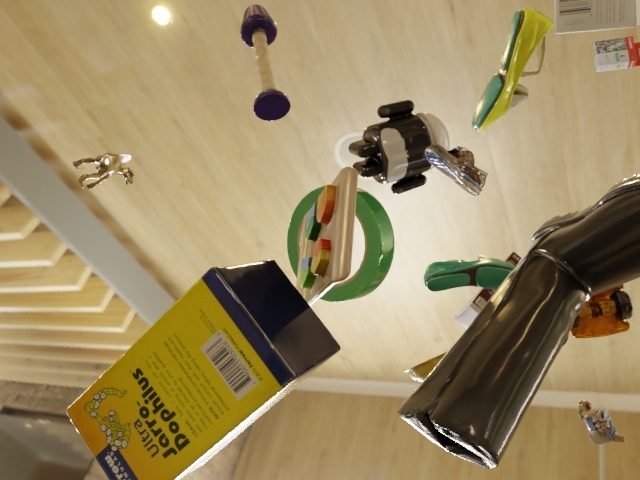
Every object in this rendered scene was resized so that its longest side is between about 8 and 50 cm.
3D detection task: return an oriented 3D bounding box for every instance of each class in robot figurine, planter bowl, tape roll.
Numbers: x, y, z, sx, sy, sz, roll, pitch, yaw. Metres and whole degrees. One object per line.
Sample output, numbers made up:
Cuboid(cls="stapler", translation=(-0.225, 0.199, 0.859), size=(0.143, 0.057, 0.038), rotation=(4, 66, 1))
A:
Cuboid(cls="robot figurine", translation=(0.222, -0.257, 1.624), size=(0.278, 0.174, 0.209), rotation=(-18, -31, -12))
Cuboid(cls="planter bowl", translation=(0.333, 0.336, 1.506), size=(0.217, 0.091, 0.217), rotation=(-22, -16, -7))
Cuboid(cls="tape roll", translation=(0.050, 0.008, 1.608), size=(0.321, 0.322, 0.077), rotation=(-15, -8, 37))

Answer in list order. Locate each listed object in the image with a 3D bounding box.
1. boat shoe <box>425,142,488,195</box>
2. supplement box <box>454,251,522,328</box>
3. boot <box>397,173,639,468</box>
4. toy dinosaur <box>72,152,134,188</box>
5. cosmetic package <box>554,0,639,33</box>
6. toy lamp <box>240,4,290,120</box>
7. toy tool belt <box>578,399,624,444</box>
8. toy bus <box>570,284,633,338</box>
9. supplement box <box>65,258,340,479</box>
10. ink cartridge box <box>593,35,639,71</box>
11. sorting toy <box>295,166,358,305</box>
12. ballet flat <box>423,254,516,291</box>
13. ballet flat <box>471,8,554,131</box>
Cuboid(cls="boat shoe", translation=(0.297, -0.168, 1.261), size=(0.183, 0.066, 0.066), rotation=(32, 1, -37))
Cuboid(cls="supplement box", translation=(0.517, 0.154, 1.744), size=(0.073, 0.239, 0.130), rotation=(42, -24, 10))
Cuboid(cls="boot", translation=(0.336, 0.124, 0.852), size=(0.146, 0.445, 0.367), rotation=(45, -20, 3))
Cuboid(cls="toy dinosaur", translation=(-0.364, -0.128, 0.975), size=(0.183, 0.092, 0.053), rotation=(138, -72, -80))
Cuboid(cls="cosmetic package", translation=(0.561, -0.497, 1.120), size=(0.151, 0.183, 0.151), rotation=(12, -56, 43))
Cuboid(cls="toy lamp", translation=(-0.111, -0.359, 1.141), size=(0.080, 0.275, 0.080), rotation=(-10, -30, -5))
Cuboid(cls="toy tool belt", translation=(0.503, 0.322, 1.035), size=(0.051, 0.052, 0.083), rotation=(-27, -95, 48))
Cuboid(cls="toy bus", translation=(0.629, 0.110, 1.391), size=(0.149, 0.221, 0.211), rotation=(-11, -4, 10))
Cuboid(cls="supplement box", translation=(-0.180, 0.216, 0.911), size=(0.356, 0.194, 0.195), rotation=(-43, -103, 16))
Cuboid(cls="ink cartridge box", translation=(0.656, -0.406, 1.254), size=(0.115, 0.063, 0.029), rotation=(-4, -19, 16))
Cuboid(cls="sorting toy", translation=(0.000, 0.000, 0.963), size=(0.038, 0.193, 0.208), rotation=(13, -23, -17))
Cuboid(cls="ballet flat", translation=(0.381, 0.074, 1.455), size=(0.247, 0.087, 0.083), rotation=(-5, -48, 9))
Cuboid(cls="ballet flat", translation=(0.346, -0.292, 1.039), size=(0.077, 0.077, 0.231), rotation=(13, -54, -3))
